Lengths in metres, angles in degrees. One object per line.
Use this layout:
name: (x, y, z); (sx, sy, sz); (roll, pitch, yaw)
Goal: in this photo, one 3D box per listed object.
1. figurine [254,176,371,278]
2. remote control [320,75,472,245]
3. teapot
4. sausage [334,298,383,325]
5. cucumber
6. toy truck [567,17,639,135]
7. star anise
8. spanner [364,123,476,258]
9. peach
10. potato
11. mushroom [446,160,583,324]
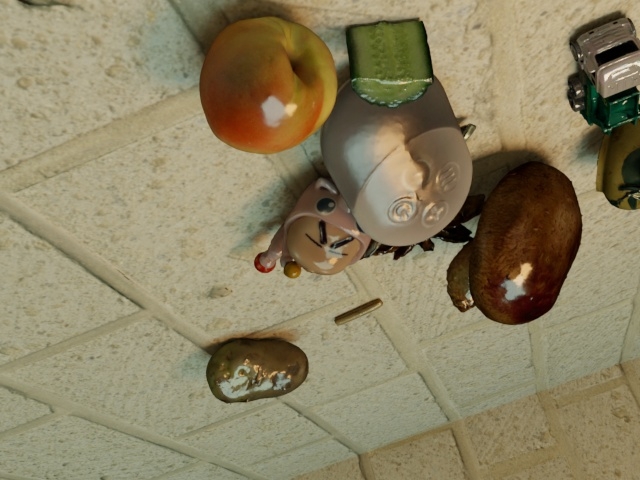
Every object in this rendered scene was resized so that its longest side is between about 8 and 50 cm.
figurine: (0.000, 0.000, 1.384); (0.176, 0.186, 0.287); (27, 150, -22)
remote control: (0.125, -0.129, 1.202); (0.221, 0.103, 0.332); (-37, 126, -6)
teapot: (0.633, -0.142, 1.454); (0.182, 0.173, 0.269); (10, -166, 27)
sausage: (0.096, 0.179, 1.896); (0.132, 0.024, 0.024); (-26, 150, 16)
cucumber: (0.092, -0.247, 1.061); (0.116, 0.115, 0.062); (-2, 149, -7)
toy truck: (0.479, -0.254, 1.246); (0.110, 0.116, 0.216); (-22, 151, 8)
star anise: (0.198, -0.028, 1.525); (0.288, 0.088, 0.288); (-14, 154, -7)
spanner: (0.172, -0.084, 1.342); (0.302, 0.017, 0.071); (-52, 178, 8)
peach: (-0.071, -0.197, 0.993); (0.184, 0.184, 0.184); (-13, 151, -7)
potato: (-0.156, 0.323, 1.881); (0.262, 0.165, 0.165); (3, 146, -26)
mushroom: (0.397, 0.008, 1.478); (0.239, 0.345, 0.345); (17, 147, 0)
